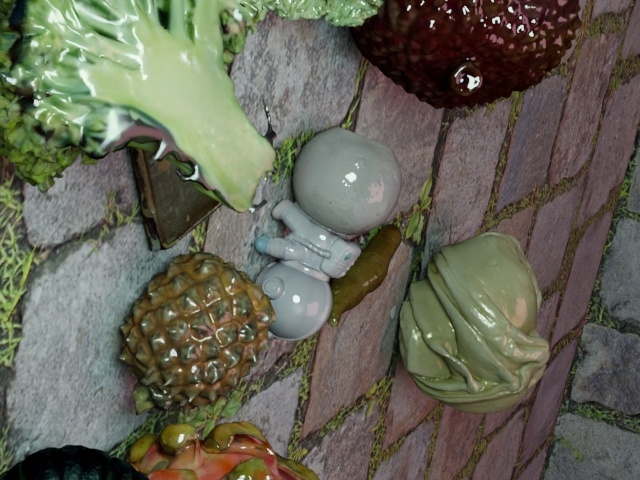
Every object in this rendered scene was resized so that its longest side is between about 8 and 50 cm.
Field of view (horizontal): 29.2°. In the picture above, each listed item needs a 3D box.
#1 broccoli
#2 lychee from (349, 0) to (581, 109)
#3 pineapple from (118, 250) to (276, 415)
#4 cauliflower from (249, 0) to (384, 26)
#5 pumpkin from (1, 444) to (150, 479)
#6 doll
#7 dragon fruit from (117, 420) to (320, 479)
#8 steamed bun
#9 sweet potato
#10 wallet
[{"bbox_3d":[-0.169,-0.133,1.049,0.273,0.180,0.242,49,64,-24],"label":"broccoli"},{"bbox_3d":[0.177,-0.310,1.519,0.306,0.306,0.330,62,30,-59],"label":"lychee"},{"bbox_3d":[-0.145,0.114,1.355,0.193,0.166,0.166,-52,151,-15],"label":"pineapple"},{"bbox_3d":[0.021,-0.333,1.227,0.275,0.250,0.272,-35,141,-58],"label":"cauliflower"},{"bbox_3d":[-0.249,0.307,1.244,0.140,0.202,0.202,-137,-114,-83],"label":"pumpkin"},{"bbox_3d":[0.000,0.000,1.579,0.287,0.151,0.151,-66,156,0],"label":"doll"},{"bbox_3d":[-0.132,0.329,1.430,0.263,0.314,0.296,62,26,-28],"label":"dragon fruit"},{"bbox_3d":[0.253,0.150,2.095,0.203,0.276,0.289,-16,148,-48],"label":"steamed bun"},{"bbox_3d":[0.069,0.044,1.848,0.274,0.067,0.067,-49,149,-48],"label":"sweet potato"},{"bbox_3d":[-0.157,-0.103,1.301,0.122,0.031,0.232,-45,144,-35],"label":"wallet"}]
